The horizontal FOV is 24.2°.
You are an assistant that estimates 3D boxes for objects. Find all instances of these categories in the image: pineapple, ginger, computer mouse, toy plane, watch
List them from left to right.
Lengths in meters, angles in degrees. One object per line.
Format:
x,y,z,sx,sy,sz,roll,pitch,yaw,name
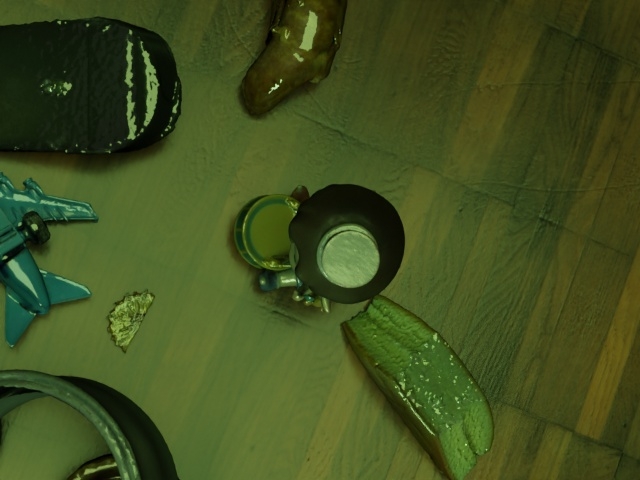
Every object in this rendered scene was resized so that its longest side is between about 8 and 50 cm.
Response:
-0.402,-0.013,1.810,0.254,0.105,0.271,-34,94,-26,toy plane
-0.324,0.307,1.593,0.326,0.314,0.335,4,83,13,watch
-0.317,-0.189,1.854,0.295,0.087,0.168,0,90,3,computer mouse
-0.242,0.094,1.864,0.045,0.019,0.083,31,82,-8,pineapple
-0.027,-0.317,1.908,0.133,0.107,0.309,1,87,-24,ginger

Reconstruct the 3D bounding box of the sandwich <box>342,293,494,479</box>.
0.133,0.185,1.885,0.094,0.096,0.258,-39,94,-17,sandwich

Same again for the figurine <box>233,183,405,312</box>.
0.008,0.003,1.794,0.158,0.275,0.161,22,78,-23,figurine

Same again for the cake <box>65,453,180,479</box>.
-0.233,0.344,1.759,0.185,0.178,0.208,26,77,-5,cake
